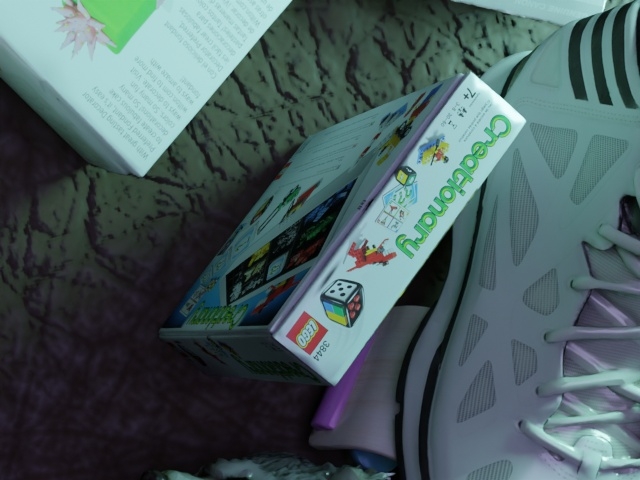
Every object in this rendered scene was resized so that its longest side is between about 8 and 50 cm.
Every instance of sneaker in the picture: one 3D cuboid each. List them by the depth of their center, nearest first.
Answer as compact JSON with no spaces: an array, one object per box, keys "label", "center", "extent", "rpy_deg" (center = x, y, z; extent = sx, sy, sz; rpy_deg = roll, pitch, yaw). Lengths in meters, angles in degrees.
[{"label":"sneaker","center":[0.176,0.044,1.021],"extent":[0.169,0.257,0.447],"rpy_deg":[11,72,-18]}]

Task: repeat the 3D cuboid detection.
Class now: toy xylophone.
[{"label":"toy xylophone","center":[0.167,0.140,1.178],"extent":[0.323,0.081,0.236],"rpy_deg":[37,66,-8]}]

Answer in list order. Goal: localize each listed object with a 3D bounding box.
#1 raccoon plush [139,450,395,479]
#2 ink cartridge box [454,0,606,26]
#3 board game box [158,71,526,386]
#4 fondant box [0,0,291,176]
[{"label":"raccoon plush","center":[-0.029,0.351,1.099],"extent":[0.299,0.216,0.446],"rpy_deg":[-42,126,-28]},{"label":"ink cartridge box","center":[0.148,-0.271,1.198],"extent":[0.181,0.056,0.224],"rpy_deg":[14,83,9]},{"label":"board game box","center":[0.000,0.000,1.032],"extent":[0.053,0.305,0.193],"rpy_deg":[39,77,-12]},{"label":"fondant box","center":[-0.114,-0.244,1.093],"extent":[0.238,0.096,0.330],"rpy_deg":[46,73,-29]}]
